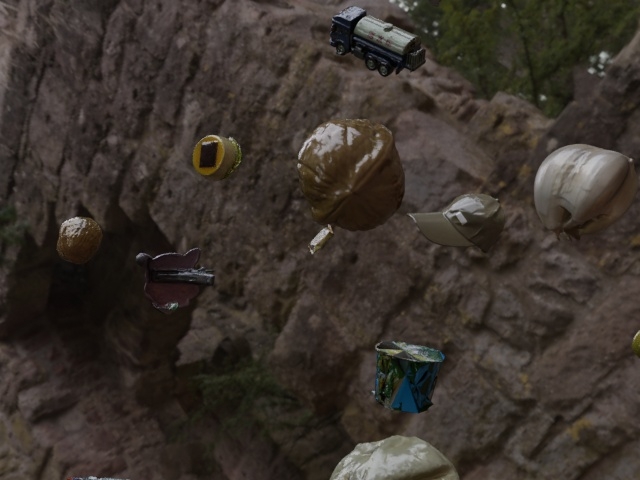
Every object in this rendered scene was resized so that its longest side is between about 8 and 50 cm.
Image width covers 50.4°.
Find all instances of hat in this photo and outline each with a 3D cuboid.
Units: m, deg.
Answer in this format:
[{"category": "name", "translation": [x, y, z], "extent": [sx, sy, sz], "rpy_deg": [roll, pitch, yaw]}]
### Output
[{"category": "hat", "translation": [0.299, -0.063, 1.515], "extent": [0.173, 0.166, 0.144], "rpy_deg": [21, -67, -32]}]

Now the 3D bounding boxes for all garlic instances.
[{"category": "garlic", "translation": [0.519, -0.096, 1.394], "extent": [0.203, 0.184, 0.281], "rpy_deg": [-60, 1, 0]}]

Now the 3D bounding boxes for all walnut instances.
[{"category": "walnut", "translation": [-0.573, 0.000, 1.611], "extent": [0.124, 0.105, 0.105], "rpy_deg": [-82, 13, -52]}, {"category": "walnut", "translation": [0.059, -0.122, 1.293], "extent": [0.228, 0.228, 0.228], "rpy_deg": [-33, -28, -21]}]

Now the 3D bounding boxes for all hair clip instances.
[{"category": "hair clip", "translation": [-0.352, 0.096, 1.678], "extent": [0.187, 0.056, 0.146], "rpy_deg": [-3, -78, -4]}]

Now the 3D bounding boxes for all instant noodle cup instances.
[{"category": "instant noodle cup", "translation": [0.279, 0.445, 2.222], "extent": [0.240, 0.240, 0.178], "rpy_deg": [0, -81, -54]}]

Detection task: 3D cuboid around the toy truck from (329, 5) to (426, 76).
[{"category": "toy truck", "translation": [0.109, -0.382, 1.314], "extent": [0.074, 0.201, 0.088], "rpy_deg": [-42, -30, -29]}]

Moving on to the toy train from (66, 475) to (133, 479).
[{"category": "toy train", "translation": [-0.341, 0.460, 1.159], "extent": [0.086, 0.409, 0.089], "rpy_deg": [36, -124, -29]}]

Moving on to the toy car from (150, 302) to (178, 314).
[{"category": "toy car", "translation": [-0.403, 0.149, 1.776], "extent": [0.055, 0.069, 0.142], "rpy_deg": [-52, 12, 15]}]

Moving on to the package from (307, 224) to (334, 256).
[{"category": "package", "translation": [0.002, -0.002, 2.438], "extent": [0.121, 0.031, 0.108], "rpy_deg": [-46, 16, 4]}]

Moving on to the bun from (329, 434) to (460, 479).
[{"category": "bun", "translation": [0.168, 0.606, 1.685], "extent": [0.365, 0.219, 0.365], "rpy_deg": [-19, -3, -1]}]

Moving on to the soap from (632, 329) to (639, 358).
[{"category": "soap", "translation": [0.660, 0.218, 1.287], "extent": [0.089, 0.140, 0.045], "rpy_deg": [-43, -10, 14]}]

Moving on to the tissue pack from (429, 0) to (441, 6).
[{"category": "tissue pack", "translation": [0.333, -0.678, 1.710], "extent": [0.193, 0.026, 0.122], "rpy_deg": [-39, -25, 31]}]

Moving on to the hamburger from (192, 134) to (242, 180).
[{"category": "hamburger", "translation": [-0.276, -0.224, 1.846], "extent": [0.141, 0.127, 0.081], "rpy_deg": [-18, -16, 27]}]
